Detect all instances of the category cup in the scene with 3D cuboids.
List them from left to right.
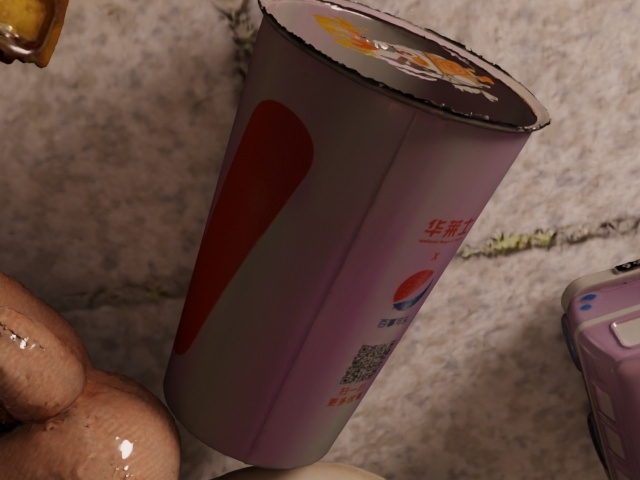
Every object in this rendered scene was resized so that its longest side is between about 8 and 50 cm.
[{"bbox_3d":[0.000,0.000,0.706,0.203,0.203,0.288,18,114,-10],"label":"cup"}]

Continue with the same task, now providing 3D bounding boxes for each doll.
[{"bbox_3d":[-0.228,0.099,0.705,0.156,0.201,0.303,-45,104,-10],"label":"doll"}]

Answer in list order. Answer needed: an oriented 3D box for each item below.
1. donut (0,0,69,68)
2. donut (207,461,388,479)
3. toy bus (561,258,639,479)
[{"bbox_3d":[-0.239,-0.237,0.637,0.259,0.101,0.152,34,103,-14],"label":"donut"},{"bbox_3d":[-0.017,0.356,0.791,0.383,0.142,0.382,0,82,-2],"label":"donut"},{"bbox_3d":[0.269,0.122,0.782,0.142,0.142,0.202,-19,110,2],"label":"toy bus"}]
